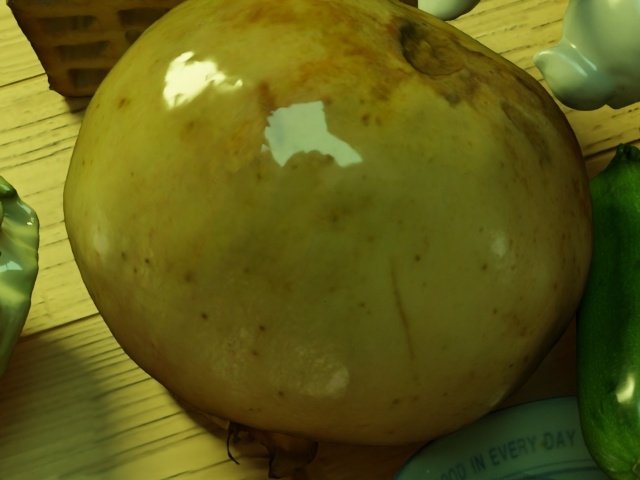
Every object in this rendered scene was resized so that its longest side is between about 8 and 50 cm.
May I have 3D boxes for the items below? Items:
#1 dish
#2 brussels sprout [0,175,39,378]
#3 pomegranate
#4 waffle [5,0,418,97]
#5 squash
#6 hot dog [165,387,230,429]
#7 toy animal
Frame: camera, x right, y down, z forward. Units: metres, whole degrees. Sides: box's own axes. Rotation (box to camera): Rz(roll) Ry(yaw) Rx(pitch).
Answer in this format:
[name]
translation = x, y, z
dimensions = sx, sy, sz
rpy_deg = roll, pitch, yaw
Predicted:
[dish]
translation = 0.178, 0.210, 0.958
dimensions = 0.273, 0.134, 0.273
rpy_deg = -5, 22, 2
[brussels sprout]
translation = -0.384, 0.004, 1.060
dimensions = 0.371, 0.315, 0.276
rpy_deg = 28, 25, -16
[pomegranate]
translation = 0.000, 0.000, 1.028
dimensions = 0.338, 0.338, 0.338
rpy_deg = -2, 54, 3
[waffle]
translation = -0.069, -0.194, 1.215
dimensions = 0.327, 0.224, 0.098
rpy_deg = -2, 71, 4
[squash]
translation = 0.216, 0.037, 1.043
dimensions = 0.101, 0.101, 0.379
rpy_deg = 1, 29, 6
[hot dog]
translation = -0.100, 0.088, 1.129
dimensions = 0.044, 0.028, 0.137
rpy_deg = -21, 54, -42
[toy animal]
translation = 0.179, -0.181, 1.059
dimensions = 0.193, 0.127, 0.178
rpy_deg = 42, 83, -8
